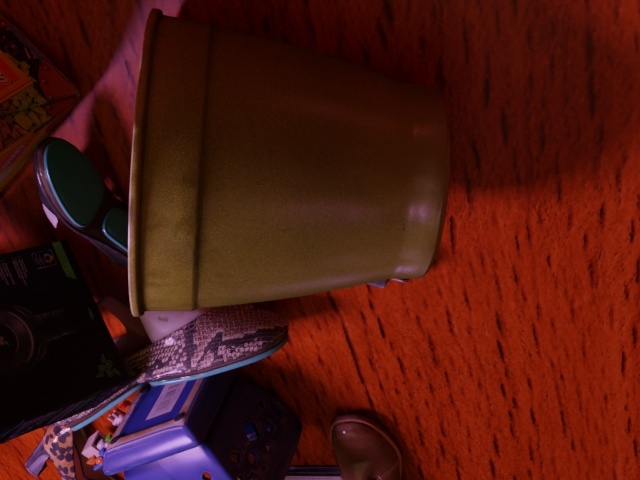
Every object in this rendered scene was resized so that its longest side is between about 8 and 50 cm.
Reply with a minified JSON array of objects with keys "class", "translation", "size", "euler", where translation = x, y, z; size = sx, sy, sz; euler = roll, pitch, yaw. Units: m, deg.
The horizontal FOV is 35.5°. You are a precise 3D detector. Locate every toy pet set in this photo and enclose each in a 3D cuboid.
[{"class":"toy pet set","translation":[-0.368,0.367,1.770],"size":[0.065,0.122,0.114],"euler":[39,127,-17]}]

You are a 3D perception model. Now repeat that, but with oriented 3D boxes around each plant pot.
[{"class":"plant pot","translation":[-0.201,0.338,1.647],"size":[0.236,0.236,0.212],"euler":[-23,113,28]},{"class":"plant pot","translation":[-0.037,-0.079,1.216],"size":[0.353,0.366,0.366],"euler":[4,130,-6]}]

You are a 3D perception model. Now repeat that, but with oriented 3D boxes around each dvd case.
[{"class":"dvd case","translation":[-0.019,0.496,1.867],"size":[0.165,0.018,0.221],"euler":[-3,129,16]}]

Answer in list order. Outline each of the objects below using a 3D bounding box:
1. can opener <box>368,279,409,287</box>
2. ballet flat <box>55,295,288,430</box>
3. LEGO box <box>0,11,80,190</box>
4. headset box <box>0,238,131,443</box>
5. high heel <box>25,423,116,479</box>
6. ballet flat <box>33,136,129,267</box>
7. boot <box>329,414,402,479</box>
[{"class":"can opener","translation":[0.000,0.000,1.439],"size":[0.284,0.076,0.095],"euler":[16,98,0]},{"class":"ballet flat","translation":[-0.281,0.161,1.577],"size":[0.483,0.164,0.182],"euler":[-23,101,30]},{"class":"LEGO box","translation":[-0.598,-0.044,1.306],"size":[0.193,0.372,0.500],"euler":[46,124,-8]},{"class":"headset box","translation":[-0.447,0.154,1.453],"size":[0.131,0.283,0.246],"euler":[-36,76,42]},{"class":"high heel","translation":[-0.410,0.437,1.856],"size":[0.261,0.093,0.186],"euler":[34,130,-8]},{"class":"ballet flat","translation":[-0.335,-0.039,1.430],"size":[0.096,0.095,0.280],"euler":[-1,143,34]},{"class":"boot","translation":[0.086,0.426,1.726],"size":[0.112,0.115,0.305],"euler":[-6,126,19]}]
